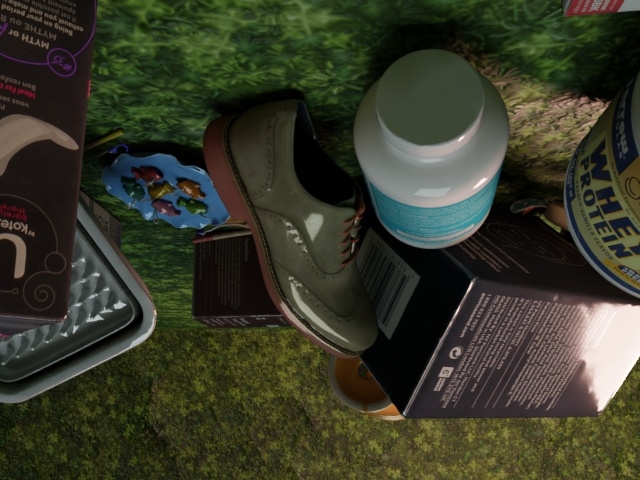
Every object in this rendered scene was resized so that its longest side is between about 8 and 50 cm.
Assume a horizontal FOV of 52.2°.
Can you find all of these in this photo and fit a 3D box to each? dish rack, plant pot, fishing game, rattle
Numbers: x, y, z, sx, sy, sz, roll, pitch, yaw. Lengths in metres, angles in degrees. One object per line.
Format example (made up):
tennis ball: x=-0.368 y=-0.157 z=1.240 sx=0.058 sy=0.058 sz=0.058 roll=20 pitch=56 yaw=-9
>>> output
dish rack: x=-0.388 y=0.026 z=0.813 sx=0.286 sy=0.332 sz=0.072 roll=-27 pitch=-161 yaw=11
plant pot: x=0.101 y=0.204 z=1.081 sx=0.205 sy=0.205 sz=0.188 roll=-5 pitch=174 yaw=19
fishing game: x=-0.209 y=-0.057 z=0.892 sx=0.189 sy=0.041 sz=0.264 roll=-8 pitch=148 yaw=33
rattle: x=0.390 y=-0.072 z=0.980 sx=0.130 sy=0.142 sz=0.199 roll=-3 pitch=-157 yaw=-16

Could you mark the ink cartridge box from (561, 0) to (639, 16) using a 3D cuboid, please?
ink cartridge box: x=0.209 y=-0.189 z=0.372 sx=0.135 sy=0.099 sz=0.056 roll=-2 pitch=165 yaw=8

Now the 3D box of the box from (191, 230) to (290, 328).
box: x=-0.131 y=0.080 z=1.277 sx=0.203 sy=0.166 sz=0.168 roll=-2 pitch=165 yaw=5

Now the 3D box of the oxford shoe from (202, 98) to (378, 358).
oxford shoe: x=0.000 y=0.000 z=0.759 sx=0.130 sy=0.123 sz=0.348 roll=-15 pitch=120 yaw=30

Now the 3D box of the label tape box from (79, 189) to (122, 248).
label tape box: x=-0.403 y=0.068 z=1.091 sx=0.106 sy=0.240 sz=0.333 roll=-2 pitch=166 yaw=1

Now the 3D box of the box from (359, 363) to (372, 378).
box: x=0.169 y=0.161 z=1.352 sx=0.177 sy=0.289 sz=0.279 roll=0 pitch=166 yaw=-2

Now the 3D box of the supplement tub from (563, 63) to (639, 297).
supplement tub: x=0.361 y=-0.075 z=0.562 sx=0.229 sy=0.228 sz=0.316 roll=-1 pitch=165 yaw=5

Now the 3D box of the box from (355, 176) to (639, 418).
box: x=0.238 y=0.087 z=0.967 sx=0.396 sy=0.211 sz=0.293 roll=9 pitch=-156 yaw=-31

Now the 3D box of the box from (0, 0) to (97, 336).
box: x=-0.276 y=-0.073 z=0.473 sx=0.165 sy=0.270 sz=0.143 roll=13 pitch=160 yaw=-40

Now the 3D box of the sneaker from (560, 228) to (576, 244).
sneaker: x=0.489 y=-0.001 z=1.135 sx=0.146 sy=0.102 sz=0.293 roll=1 pitch=161 yaw=13

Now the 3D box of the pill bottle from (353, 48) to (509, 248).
pill bottle: x=0.113 y=-0.088 z=0.670 sx=0.146 sy=0.146 sz=0.264 roll=-3 pitch=166 yaw=9

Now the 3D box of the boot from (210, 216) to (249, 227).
boot: x=-0.116 y=-0.040 z=1.013 sx=0.153 sy=0.072 sz=0.197 roll=-8 pitch=152 yaw=23
